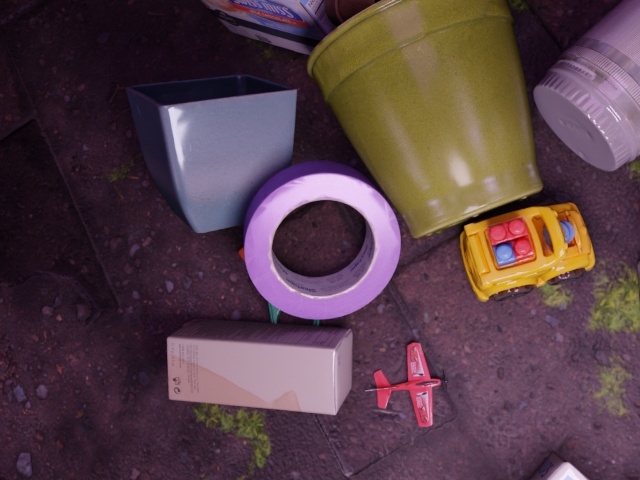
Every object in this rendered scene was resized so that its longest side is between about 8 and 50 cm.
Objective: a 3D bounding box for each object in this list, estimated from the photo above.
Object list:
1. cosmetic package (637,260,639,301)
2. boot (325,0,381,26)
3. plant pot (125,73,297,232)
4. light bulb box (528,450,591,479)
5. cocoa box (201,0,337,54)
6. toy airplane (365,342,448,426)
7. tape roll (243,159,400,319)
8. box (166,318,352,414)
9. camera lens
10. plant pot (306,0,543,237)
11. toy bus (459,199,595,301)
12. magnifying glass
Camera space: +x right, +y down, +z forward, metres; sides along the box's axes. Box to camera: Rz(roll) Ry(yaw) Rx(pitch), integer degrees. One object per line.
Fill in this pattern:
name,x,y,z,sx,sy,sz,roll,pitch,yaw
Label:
cosmetic package,0.714,0.082,1.082,0.385,0.217,0.156,-2,79,15
boot,0.137,-0.395,1.266,0.115,0.305,0.112,14,100,32
plant pot,-0.195,-0.159,1.304,0.248,0.247,0.252,-13,113,-25
light bulb box,0.387,0.579,1.059,0.358,0.225,0.361,41,90,18
cocoa box,-0.063,-0.517,1.333,0.347,0.228,0.231,26,86,32
toy airplane,0.157,0.266,1.276,0.151,0.028,0.151,-3,77,14
tape roll,0.000,0.000,1.258,0.275,0.090,0.275,-2,111,-6
box,-0.106,0.223,1.277,0.311,0.148,0.121,2,98,15
camera lens,0.532,-0.280,1.190,0.274,0.219,0.219,-41,73,3
plant pot,0.206,-0.203,1.210,0.366,0.366,0.353,-21,85,9
toy bus,0.350,0.003,1.186,0.220,0.211,0.149,-16,75,9
magnifying glass,-0.085,0.104,1.371,0.092,0.026,0.231,-39,75,4
